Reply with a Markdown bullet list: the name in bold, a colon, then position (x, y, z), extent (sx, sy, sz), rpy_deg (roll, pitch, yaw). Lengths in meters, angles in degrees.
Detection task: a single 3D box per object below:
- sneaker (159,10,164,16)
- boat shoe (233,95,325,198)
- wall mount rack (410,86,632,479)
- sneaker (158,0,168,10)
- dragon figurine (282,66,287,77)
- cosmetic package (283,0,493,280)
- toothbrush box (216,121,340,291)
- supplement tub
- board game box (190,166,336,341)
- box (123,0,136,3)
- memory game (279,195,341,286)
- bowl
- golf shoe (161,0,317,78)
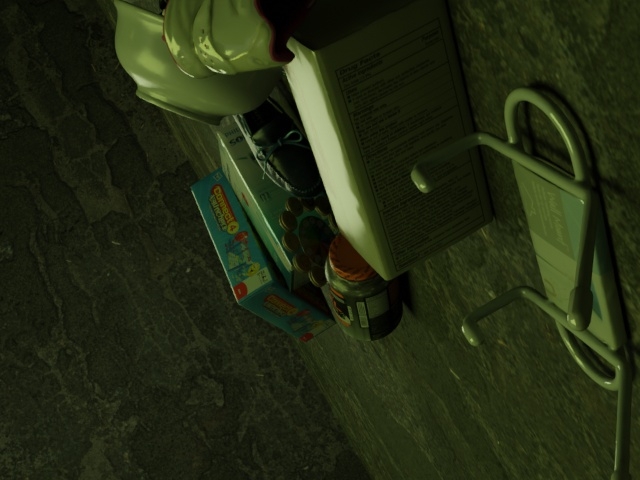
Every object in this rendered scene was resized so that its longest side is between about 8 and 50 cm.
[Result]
- **sneaker**: position (-0.270, -0.444, 1.983), extent (0.063, 0.074, 0.171), rpy_deg (-84, 1, -79)
- **boat shoe**: position (-0.089, -0.177, 1.773), extent (0.258, 0.109, 0.089), rpy_deg (47, 173, 15)
- **wall mount rack**: position (0.210, 0.053, 0.933), extent (0.304, 0.130, 0.350), rpy_deg (46, 162, 56)
- **sneaker**: position (-0.152, -0.352, 1.569), extent (0.226, 0.163, 0.086), rpy_deg (62, 168, -5)
- **dragon figurine**: position (-0.071, -0.328, 1.442), extent (0.289, 0.085, 0.144), rpy_deg (52, 165, 38)
- **cosmetic package**: position (0.068, -0.126, 1.107), extent (0.129, 0.153, 0.296), rpy_deg (47, 161, 50)
- **toothbrush box**: position (-0.074, -0.077, 1.983), extent (0.296, 0.126, 0.216), rpy_deg (61, 171, 12)
- **supplement tub**: position (0.070, 0.070, 1.683), extent (0.117, 0.117, 0.190), rpy_deg (55, 167, 35)
- **board game box**: position (-0.117, 0.034, 2.198), extent (0.308, 0.086, 0.302), rpy_deg (38, -157, -58)
- **box**: position (-0.269, -0.496, 1.664), extent (0.119, 0.181, 0.181), rpy_deg (179, 71, -78)
- **memory game**: position (0.000, 0.000, 1.786), extent (0.012, 0.186, 0.186), rpy_deg (-30, 87, 37)
- **bowl**: position (-0.205, -0.269, 1.650), extent (0.297, 0.134, 0.298), rpy_deg (21, -172, -3)
- **golf shoe**: position (-0.033, -0.287, 1.002), extent (0.140, 0.306, 0.115), rpy_deg (13, 165, 36)
